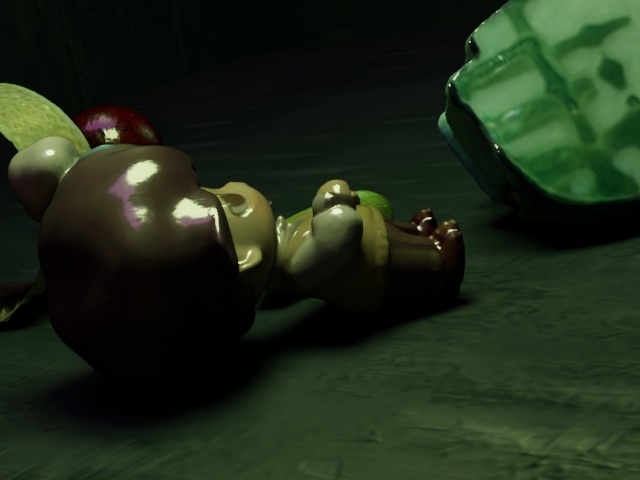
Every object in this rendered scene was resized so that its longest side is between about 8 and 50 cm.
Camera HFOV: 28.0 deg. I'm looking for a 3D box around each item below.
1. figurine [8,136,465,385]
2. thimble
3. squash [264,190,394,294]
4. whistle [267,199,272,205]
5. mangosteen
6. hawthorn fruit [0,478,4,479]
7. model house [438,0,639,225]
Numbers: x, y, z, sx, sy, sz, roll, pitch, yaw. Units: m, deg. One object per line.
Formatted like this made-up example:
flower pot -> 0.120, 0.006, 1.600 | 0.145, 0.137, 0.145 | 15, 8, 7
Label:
figurine -> -0.063, -0.003, 1.100 | 0.365, 0.206, 0.218 | -14, 28, -12
thimble -> -0.388, -0.043, 1.430 | 0.270, 0.271, 0.150 | -8, 12, 20
squash -> 0.000, 0.000, 1.312 | 0.077, 0.068, 0.219 | 32, 35, 21
whistle -> -0.129, -0.044, 1.691 | 0.033, 0.033, 0.176 | -24, 17, -39
mangosteen -> -0.295, -0.088, 1.768 | 0.200, 0.200, 0.200 | -12, 14, 3
hawthorn fruit -> -0.161, 0.184, 0.542 | 0.200, 0.179, 0.179 | 4, 7, -23
model house -> 0.280, -0.132, 1.371 | 0.295, 0.252, 0.329 | -38, -6, -8
